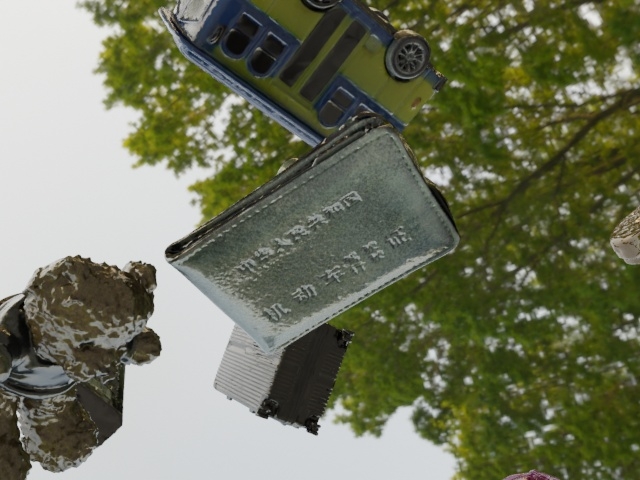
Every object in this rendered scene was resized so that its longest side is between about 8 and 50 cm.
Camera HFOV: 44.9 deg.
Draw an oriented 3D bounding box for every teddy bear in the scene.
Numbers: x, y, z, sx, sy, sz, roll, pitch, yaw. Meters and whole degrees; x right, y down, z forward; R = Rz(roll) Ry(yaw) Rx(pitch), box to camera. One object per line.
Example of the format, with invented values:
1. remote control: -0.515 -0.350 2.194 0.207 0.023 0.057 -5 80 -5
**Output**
1. teddy bear: -0.233 0.100 0.640 0.129 0.251 0.182 43 -155 13

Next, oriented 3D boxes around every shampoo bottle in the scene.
1. shampoo bottle: -0.325 0.174 1.096 0.098 0.071 0.309 43 -177 -19

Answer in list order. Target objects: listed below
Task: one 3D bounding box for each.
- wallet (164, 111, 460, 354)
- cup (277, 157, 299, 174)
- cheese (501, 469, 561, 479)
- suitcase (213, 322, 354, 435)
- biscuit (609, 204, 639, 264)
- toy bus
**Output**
1. wallet: 0.001 0.002 0.669 0.167 0.222 0.036 51 -170 -41
2. cup: -0.024 -0.071 1.139 0.054 0.075 0.083 15 -163 -49
3. cheese: 0.253 0.318 0.910 0.095 0.145 0.038 17 -139 18
4. suitcase: -0.094 0.258 1.654 0.152 0.335 0.230 25 -101 -25
5. biscuit: 0.530 -0.084 0.828 0.368 0.394 0.076 -36 -88 -8
6. toy bus: -0.017 -0.219 0.869 0.287 0.175 0.138 31 -165 -33
